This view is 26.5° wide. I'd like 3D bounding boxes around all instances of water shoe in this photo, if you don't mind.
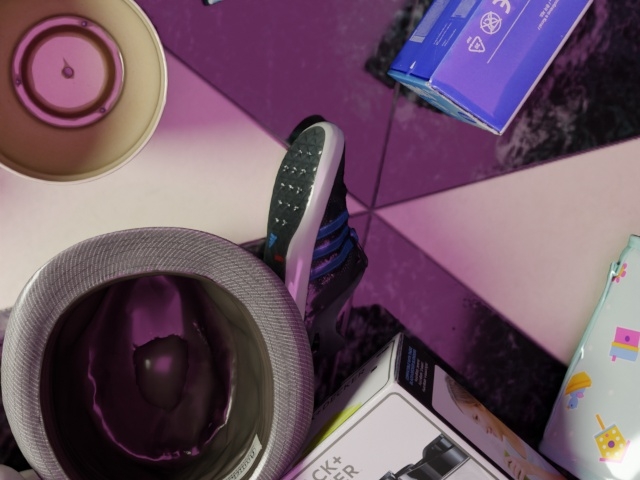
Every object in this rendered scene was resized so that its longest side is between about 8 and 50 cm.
[{"bbox_3d":[0.000,0.000,1.147,0.080,0.073,0.203,6,103,-30],"label":"water shoe"}]

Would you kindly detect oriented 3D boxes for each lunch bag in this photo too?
[{"bbox_3d":[0.338,0.138,1.154,0.262,0.160,0.223,26,97,23],"label":"lunch bag"}]

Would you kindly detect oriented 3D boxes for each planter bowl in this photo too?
[{"bbox_3d":[-0.201,-0.130,1.069,0.162,0.109,0.162,-1,100,-6],"label":"planter bowl"}]

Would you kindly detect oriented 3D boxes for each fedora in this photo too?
[{"bbox_3d":[-0.131,0.102,1.108,0.244,0.124,0.275,-12,109,-3],"label":"fedora"}]

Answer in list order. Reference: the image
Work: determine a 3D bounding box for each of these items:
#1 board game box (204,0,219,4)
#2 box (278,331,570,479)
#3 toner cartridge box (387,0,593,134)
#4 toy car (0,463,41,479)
[{"bbox_3d":[-0.025,-0.385,1.064,0.254,0.079,0.336,-20,101,-3],"label":"board game box"},{"bbox_3d":[0.112,0.237,1.156,0.290,0.087,0.169,43,113,-11],"label":"box"},{"bbox_3d":[0.191,-0.253,1.070,0.075,0.165,0.348,33,95,-11],"label":"toner cartridge box"},{"bbox_3d":[-0.270,0.269,1.088,0.159,0.182,0.136,-35,70,7],"label":"toy car"}]
